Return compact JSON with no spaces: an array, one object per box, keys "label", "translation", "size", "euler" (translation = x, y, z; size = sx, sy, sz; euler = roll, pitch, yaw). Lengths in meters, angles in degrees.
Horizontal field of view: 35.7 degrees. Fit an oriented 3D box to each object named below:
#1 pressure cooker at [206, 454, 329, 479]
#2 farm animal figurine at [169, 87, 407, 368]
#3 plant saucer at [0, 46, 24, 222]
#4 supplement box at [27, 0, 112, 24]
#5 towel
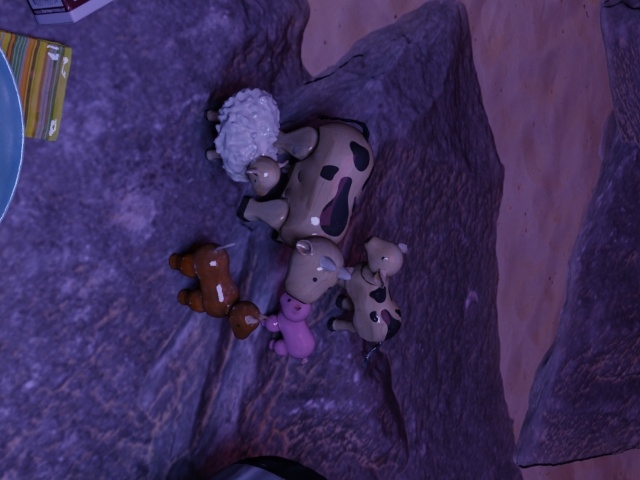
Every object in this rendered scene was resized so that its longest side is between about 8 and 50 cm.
[{"label":"pressure cooker","translation":[-0.123,0.468,1.020],"size":[0.420,0.370,0.375],"euler":[-33,147,-34]},{"label":"farm animal figurine","translation":[0.000,0.000,1.220],"size":[0.330,0.172,0.326],"euler":[9,90,-46]},{"label":"plant saucer","translation":[-0.417,-0.092,0.863],"size":[0.318,0.044,0.317],"euler":[-11,107,-39]},{"label":"supplement box","translation":[-0.264,-0.348,0.971],"size":[0.130,0.073,0.239],"euler":[-42,124,-34]},{"label":"towel","translation":[-0.350,-0.161,0.951],"size":[0.237,0.021,0.102],"euler":[5,92,-45]}]
